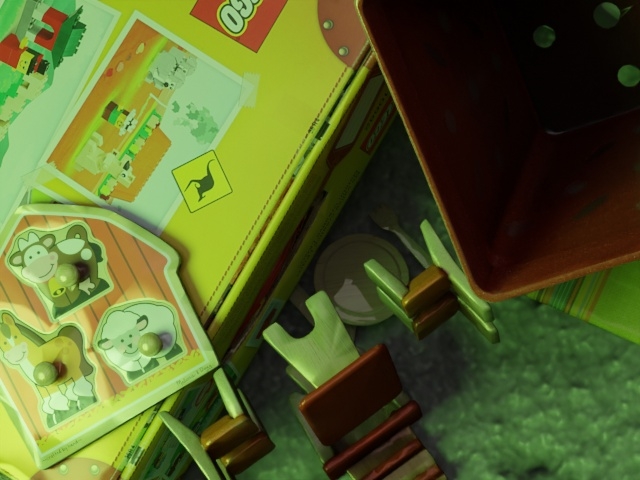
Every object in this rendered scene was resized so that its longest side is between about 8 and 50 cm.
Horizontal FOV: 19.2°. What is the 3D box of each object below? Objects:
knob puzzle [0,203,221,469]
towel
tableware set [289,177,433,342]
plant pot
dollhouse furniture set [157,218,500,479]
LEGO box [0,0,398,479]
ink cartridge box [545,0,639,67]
[{"bbox_3d":[-0.197,0.056,1.498,0.213,0.030,0.213,-1,85,12],"label":"knob puzzle"},{"bbox_3d":[0.285,0.041,1.681,0.237,0.021,0.102,24,84,11],"label":"towel"},{"bbox_3d":[0.000,0.000,1.715,0.128,0.039,0.194,-39,78,-12],"label":"tableware set"},{"bbox_3d":[0.215,-0.147,1.474,0.267,0.236,0.267,-18,107,20],"label":"plant pot"},{"bbox_3d":[0.032,0.139,1.557,0.262,0.259,0.135,-36,71,-3],"label":"dollhouse furniture set"},{"bbox_3d":[-0.193,-0.056,1.621,0.372,0.193,0.500,32,92,12],"label":"LEGO box"},{"bbox_3d":[0.242,-0.338,1.669,0.395,0.166,0.285,24,85,3],"label":"ink cartridge box"}]
